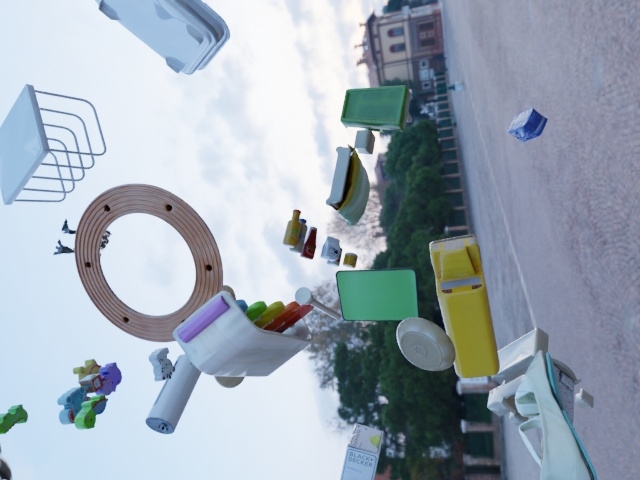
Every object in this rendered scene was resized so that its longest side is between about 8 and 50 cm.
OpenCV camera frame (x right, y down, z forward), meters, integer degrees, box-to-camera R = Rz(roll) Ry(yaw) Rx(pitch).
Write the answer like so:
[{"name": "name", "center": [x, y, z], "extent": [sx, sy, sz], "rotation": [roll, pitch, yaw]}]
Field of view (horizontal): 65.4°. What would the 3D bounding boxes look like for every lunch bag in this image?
[{"name": "lunch bag", "center": [0.577, -0.316, 1.390], "extent": [0.067, 0.065, 0.098], "rotation": [-60, 11, -8]}]

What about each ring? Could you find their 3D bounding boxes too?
[{"name": "ring", "center": [-0.348, 0.049, 1.015], "extent": [0.032, 0.336, 0.337], "rotation": [-49, -49, -68]}]

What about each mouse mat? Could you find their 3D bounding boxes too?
[{"name": "mouse mat", "center": [0.136, 0.131, 1.180], "extent": [0.007, 0.189, 0.153], "rotation": [-69, -27, -57]}]

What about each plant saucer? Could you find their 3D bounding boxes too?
[{"name": "plant saucer", "center": [0.132, 0.138, 0.644], "extent": [0.015, 0.083, 0.083], "rotation": [-37, -56, -42]}]

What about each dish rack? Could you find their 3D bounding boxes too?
[{"name": "dish rack", "center": [-0.410, -0.555, 1.239], "extent": [0.333, 0.285, 0.072], "rotation": [37, -112, -23]}]

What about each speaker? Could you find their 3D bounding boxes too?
[{"name": "speaker", "center": [-0.261, 0.276, 0.902], "extent": [0.136, 0.055, 0.055], "rotation": [-72, -27, -48]}]

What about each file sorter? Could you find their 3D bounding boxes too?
[{"name": "file sorter", "center": [-0.733, -0.241, 1.343], "extent": [0.173, 0.277, 0.193], "rotation": [-2, -114, -52]}]

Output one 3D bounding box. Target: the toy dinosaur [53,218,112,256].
[{"name": "toy dinosaur", "center": [-0.574, 0.008, 1.216], "extent": [0.064, 0.118, 0.268], "rotation": [-64, 26, 16]}]

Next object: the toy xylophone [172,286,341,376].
[{"name": "toy xylophone", "center": [-0.094, 0.159, 0.891], "extent": [0.081, 0.236, 0.323], "rotation": [55, 180, 25]}]

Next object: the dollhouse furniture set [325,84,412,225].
[{"name": "dollhouse furniture set", "center": [0.136, -0.193, 1.218], "extent": [0.197, 0.151, 0.302], "rotation": [30, -111, -65]}]

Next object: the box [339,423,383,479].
[{"name": "box", "center": [0.095, 0.672, 1.354], "extent": [0.169, 0.087, 0.290], "rotation": [7, -85, -79]}]

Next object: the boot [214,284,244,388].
[{"name": "boot", "center": [-0.248, 0.282, 1.274], "extent": [0.211, 0.104, 0.295], "rotation": [112, 153, -42]}]

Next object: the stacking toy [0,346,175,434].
[{"name": "stacking toy", "center": [-0.348, 0.234, 0.759], "extent": [0.221, 0.167, 0.052], "rotation": [-39, -65, -72]}]

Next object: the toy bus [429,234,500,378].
[{"name": "toy bus", "center": [0.332, 0.154, 1.145], "extent": [0.130, 0.108, 0.333], "rotation": [-75, -30, -54]}]

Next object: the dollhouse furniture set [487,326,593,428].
[{"name": "dollhouse furniture set", "center": [0.694, 0.441, 1.438], "extent": [0.174, 0.355, 0.303], "rotation": [-51, 2, 43]}]

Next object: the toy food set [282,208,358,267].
[{"name": "toy food set", "center": [0.000, 0.000, 1.426], "extent": [0.111, 0.232, 0.104], "rotation": [-24, 51, 65]}]

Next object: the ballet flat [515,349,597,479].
[{"name": "ballet flat", "center": [0.338, 0.262, 0.758], "extent": [0.248, 0.086, 0.086], "rotation": [-71, -29, -62]}]

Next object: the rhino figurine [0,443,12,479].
[{"name": "rhino figurine", "center": [-0.506, 0.320, 0.730], "extent": [0.073, 0.243, 0.106], "rotation": [-25, -52, -32]}]
